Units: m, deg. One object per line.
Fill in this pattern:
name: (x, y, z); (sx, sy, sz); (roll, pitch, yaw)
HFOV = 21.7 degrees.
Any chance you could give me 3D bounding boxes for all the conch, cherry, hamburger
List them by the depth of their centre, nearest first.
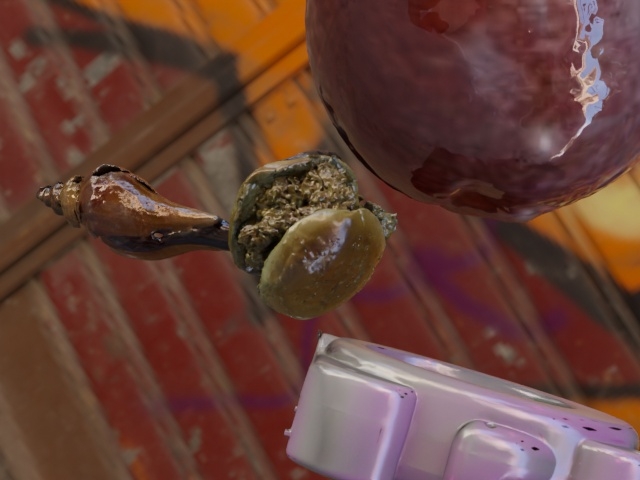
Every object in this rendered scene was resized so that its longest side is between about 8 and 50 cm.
cherry: (0.134, -0.191, 1.173); (0.326, 0.291, 0.335); (-33, 119, -60)
hamburger: (0.000, 0.000, 1.693); (0.184, 0.159, 0.131); (-16, 42, -26)
conch: (-0.198, -0.022, 1.793); (0.232, 0.086, 0.080); (30, 26, 16)

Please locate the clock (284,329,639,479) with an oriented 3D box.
clock: (0.103, 0.138, 1.184); (0.247, 0.090, 0.227); (15, 1, 2)
